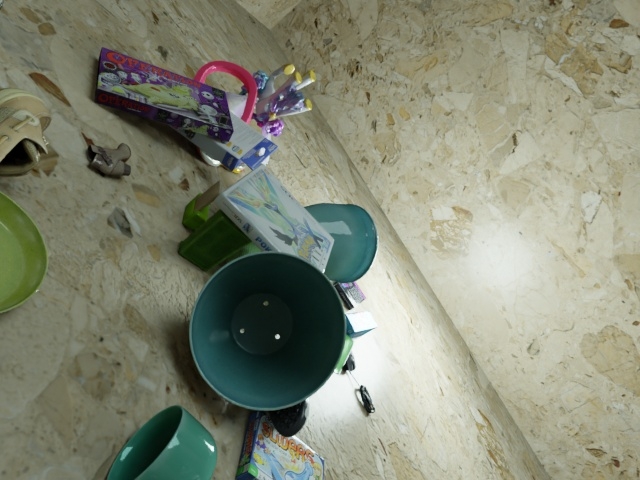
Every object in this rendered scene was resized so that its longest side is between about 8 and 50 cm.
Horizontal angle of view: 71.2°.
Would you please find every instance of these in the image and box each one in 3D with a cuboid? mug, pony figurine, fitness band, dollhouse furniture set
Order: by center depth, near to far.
[{"bbox_3d":[-0.220,0.322,0.621,0.097,0.158,0.129,52,-5,-18],"label":"mug"},{"bbox_3d":[-0.183,0.007,1.129,0.301,0.151,0.197,41,24,-34],"label":"dollhouse furniture set"},{"bbox_3d":[-0.322,-0.464,1.473,0.209,0.054,0.290,15,65,-13],"label":"fitness band"},{"bbox_3d":[-0.208,-0.494,1.679,0.303,0.364,0.350,47,36,-42],"label":"pony figurine"}]

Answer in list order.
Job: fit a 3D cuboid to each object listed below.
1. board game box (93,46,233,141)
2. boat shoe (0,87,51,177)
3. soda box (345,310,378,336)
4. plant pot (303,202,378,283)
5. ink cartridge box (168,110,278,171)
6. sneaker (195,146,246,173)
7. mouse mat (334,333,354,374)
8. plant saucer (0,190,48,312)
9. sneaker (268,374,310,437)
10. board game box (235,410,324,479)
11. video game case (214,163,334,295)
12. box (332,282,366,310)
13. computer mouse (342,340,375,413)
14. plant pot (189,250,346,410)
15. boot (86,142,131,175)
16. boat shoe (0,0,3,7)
[{"bbox_3d":[-0.416,-0.392,1.213,0.347,0.056,0.208,10,40,-33],"label":"board game box"},{"bbox_3d":[-0.487,-0.143,0.680,0.110,0.121,0.341,39,15,-22],"label":"boat shoe"},{"bbox_3d":[0.113,0.281,1.483,0.210,0.071,0.067,10,49,-62],"label":"soda box"},{"bbox_3d":[0.000,0.000,1.426,0.255,0.272,0.271,7,50,-46],"label":"plant pot"},{"bbox_3d":[-0.296,-0.320,1.327,0.311,0.065,0.185,34,38,-3],"label":"ink cartridge box"},{"bbox_3d":[-0.302,-0.283,1.400,0.225,0.093,0.088,5,54,-60],"label":"sneaker"},{"bbox_3d":[0.021,0.290,1.293,0.153,0.007,0.190,42,26,3],"label":"mouse mat"},{"bbox_3d":[-0.497,0.005,0.597,0.241,0.037,0.241,46,21,-23],"label":"plant saucer"},{"bbox_3d":[-0.054,0.341,0.935,0.097,0.084,0.234,62,-2,-16],"label":"sneaker"},{"bbox_3d":[-0.070,0.443,0.869,0.201,0.035,0.136,47,22,-21],"label":"board game box"},{"bbox_3d":[-0.092,-0.042,1.111,0.300,0.036,0.329,46,21,-10],"label":"video game case"},{"bbox_3d":[0.111,0.192,1.681,0.116,0.029,0.162,57,19,8],"label":"box"},{"bbox_3d":[0.105,0.395,1.330,0.242,0.041,0.071,60,20,12],"label":"computer mouse"},{"bbox_3d":[-0.113,0.175,0.918,0.290,0.290,0.195,55,-14,-1],"label":"plant pot"},{"bbox_3d":[-0.463,-0.188,0.976,0.087,0.042,0.118,19,33,-46],"label":"boot"},{"bbox_3d":[-0.746,-0.545,0.898,0.206,0.075,0.065,40,-18,-24],"label":"boat shoe"}]
